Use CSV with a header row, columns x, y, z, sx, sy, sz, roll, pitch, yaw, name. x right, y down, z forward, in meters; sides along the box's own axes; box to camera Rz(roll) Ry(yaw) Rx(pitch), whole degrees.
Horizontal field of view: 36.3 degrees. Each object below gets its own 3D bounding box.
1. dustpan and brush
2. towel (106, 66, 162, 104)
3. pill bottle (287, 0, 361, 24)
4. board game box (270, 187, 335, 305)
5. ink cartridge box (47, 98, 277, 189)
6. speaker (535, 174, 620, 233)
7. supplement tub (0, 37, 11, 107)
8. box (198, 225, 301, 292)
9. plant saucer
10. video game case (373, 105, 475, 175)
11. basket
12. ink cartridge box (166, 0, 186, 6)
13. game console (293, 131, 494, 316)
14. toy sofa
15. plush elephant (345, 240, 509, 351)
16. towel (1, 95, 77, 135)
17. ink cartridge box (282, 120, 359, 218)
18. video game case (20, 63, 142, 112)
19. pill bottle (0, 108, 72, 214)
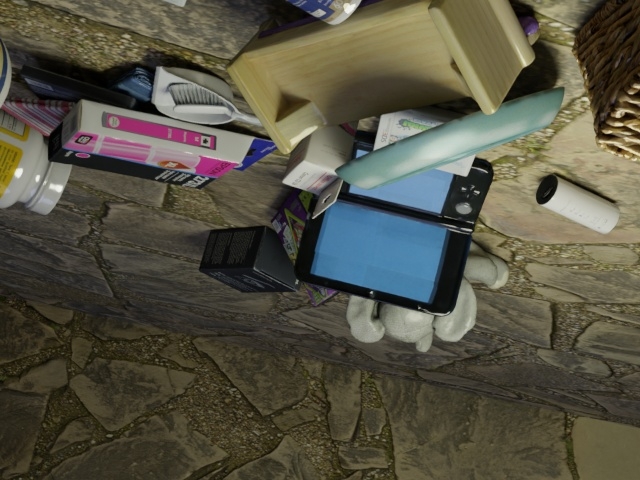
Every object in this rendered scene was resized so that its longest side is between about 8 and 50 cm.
x,y,z,sx,sy,sz,roll,pitch,yaw,name
-0.161,-0.215,1.559,0.211,0.060,0.147,2,163,-13,dustpan and brush
-0.304,-0.254,1.612,0.067,0.029,0.119,27,158,-33,towel
-0.033,-0.318,1.088,0.169,0.094,0.094,23,161,-25,pill bottle
0.000,0.000,1.900,0.056,0.208,0.347,-21,173,-18,board game box
-0.265,-0.155,1.692,0.371,0.069,0.176,7,164,-29,ink cartridge box
0.419,-0.059,1.589,0.136,0.055,0.055,22,161,-22,speaker
-0.614,-0.295,1.405,0.228,0.228,0.316,10,162,14,supplement tub
-0.156,0.048,2.284,0.207,0.108,0.153,-3,155,43,box
0.174,-0.127,1.289,0.318,0.043,0.317,-19,180,0,plant saucer
0.166,-0.159,1.507,0.157,0.019,0.143,14,153,3,video game case
0.459,-0.197,1.074,0.299,0.223,0.213,17,129,-8,basket
-0.175,-0.358,1.027,0.128,0.127,0.176,18,161,-10,ink cartridge box
0.118,-0.028,1.647,0.293,0.173,0.250,13,148,3,game console
0.075,-0.237,1.207,0.363,0.177,0.150,-5,129,44,toy sofa
0.199,0.103,1.924,0.272,0.255,0.330,6,160,25,plush elephant
-0.462,-0.218,1.727,0.197,0.029,0.144,9,166,27,towel
0.002,-0.142,1.428,0.067,0.198,0.115,19,162,-13,ink cartridge box
-0.399,-0.224,1.726,0.196,0.026,0.274,17,169,3,video game case
-0.659,-0.175,1.874,0.334,0.187,0.188,25,160,-27,pill bottle
